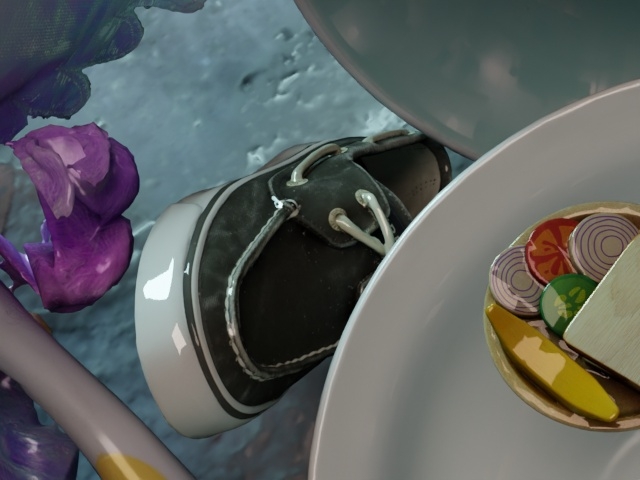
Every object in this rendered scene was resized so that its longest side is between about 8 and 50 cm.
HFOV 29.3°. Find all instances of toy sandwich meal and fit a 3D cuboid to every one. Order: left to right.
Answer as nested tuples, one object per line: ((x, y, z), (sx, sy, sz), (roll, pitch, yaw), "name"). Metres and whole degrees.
((0.090, 0.021, 0.377), (0.085, 0.029, 0.086), (-6, 65, 13), "toy sandwich meal")

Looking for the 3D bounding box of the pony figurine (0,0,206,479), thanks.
((-0.169, 0.010, 0.446), (0.302, 0.351, 0.363), (-36, 82, 18), "pony figurine")

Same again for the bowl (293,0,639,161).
((0.143, -0.167, 0.458), (0.311, 0.312, 0.163), (3, 53, 16), "bowl")

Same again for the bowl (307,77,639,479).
((0.153, 0.098, 0.418), (0.297, 0.134, 0.298), (-6, 66, 13), "bowl")

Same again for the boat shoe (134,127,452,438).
((0.000, 0.000, 0.467), (0.070, 0.219, 0.078), (-15, 107, 23), "boat shoe")
